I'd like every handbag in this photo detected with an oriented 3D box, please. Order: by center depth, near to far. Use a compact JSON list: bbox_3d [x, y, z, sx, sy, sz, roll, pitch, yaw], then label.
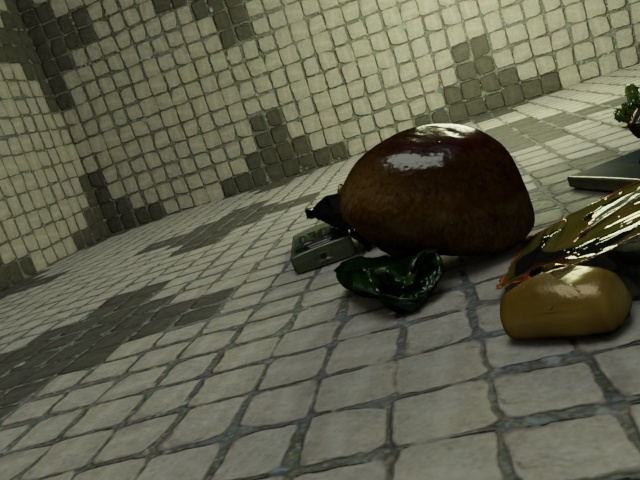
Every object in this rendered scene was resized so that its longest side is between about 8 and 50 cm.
[{"bbox_3d":[0.144,-0.075,1.210,0.332,0.075,0.191,-12,12,-11],"label":"handbag"}]

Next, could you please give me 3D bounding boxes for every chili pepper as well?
[{"bbox_3d":[0.081,0.048,0.847,0.108,0.062,0.216,-16,9,-21],"label":"chili pepper"}]

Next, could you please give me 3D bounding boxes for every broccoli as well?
[{"bbox_3d":[0.714,-0.308,1.425,0.095,0.092,0.097,-16,-17,10],"label":"broccoli"}]

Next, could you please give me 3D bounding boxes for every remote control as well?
[{"bbox_3d":[0.000,0.000,1.255,0.123,0.038,0.285,-19,11,3],"label":"remote control"}]

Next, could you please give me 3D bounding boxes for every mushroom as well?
[{"bbox_3d":[0.152,-0.066,0.920,0.283,0.195,0.263,-11,15,37],"label":"mushroom"}]

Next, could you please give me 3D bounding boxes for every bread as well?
[{"bbox_3d":[0.222,0.054,0.585,0.115,0.056,0.082,-9,14,42],"label":"bread"}]

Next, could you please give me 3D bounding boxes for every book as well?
[{"bbox_3d":[0.562,-0.133,1.001,0.269,0.025,0.191,-21,11,-9],"label":"book"}]

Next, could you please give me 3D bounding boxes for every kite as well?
[{"bbox_3d":[0.340,-0.038,0.698,0.327,0.013,0.377,-31,-1,-18],"label":"kite"}]

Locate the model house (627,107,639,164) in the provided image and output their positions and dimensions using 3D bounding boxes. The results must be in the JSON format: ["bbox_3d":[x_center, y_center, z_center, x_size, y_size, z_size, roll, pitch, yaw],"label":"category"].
[{"bbox_3d":[0.502,-0.142,0.876,0.148,0.119,0.148,0,52,58],"label":"model house"}]
